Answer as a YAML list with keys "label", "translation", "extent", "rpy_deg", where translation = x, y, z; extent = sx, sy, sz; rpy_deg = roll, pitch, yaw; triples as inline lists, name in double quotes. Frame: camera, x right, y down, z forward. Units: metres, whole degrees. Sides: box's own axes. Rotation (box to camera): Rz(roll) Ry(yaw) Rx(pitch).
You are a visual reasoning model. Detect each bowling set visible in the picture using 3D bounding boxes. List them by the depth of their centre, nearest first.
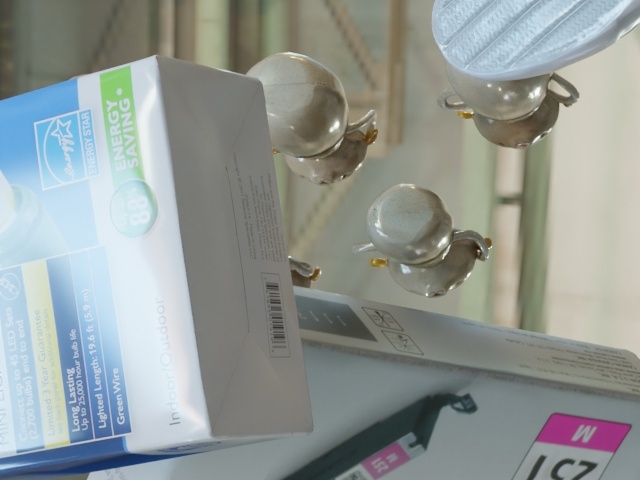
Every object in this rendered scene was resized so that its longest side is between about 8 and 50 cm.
- label: "bowling set"
  translation: [0.000, 0.000, 1.053]
  extent: [0.154, 0.287, 0.199]
  rpy_deg: [49, -142, -74]

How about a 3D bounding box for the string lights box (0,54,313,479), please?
- label: "string lights box"
  translation: [-0.139, 0.028, 0.732]
  extent: [0.077, 0.260, 0.133]
  rpy_deg: [7, -108, -62]

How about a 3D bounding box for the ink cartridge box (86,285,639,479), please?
- label: "ink cartridge box"
  translation: [0.012, 0.144, 0.937]
  extent: [0.275, 0.060, 0.239]
  rpy_deg: [12, -66, -35]

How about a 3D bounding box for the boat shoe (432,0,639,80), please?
- label: "boat shoe"
  translation: [0.157, -0.143, 0.916]
  extent: [0.076, 0.226, 0.083]
  rpy_deg: [-4, -112, -54]
